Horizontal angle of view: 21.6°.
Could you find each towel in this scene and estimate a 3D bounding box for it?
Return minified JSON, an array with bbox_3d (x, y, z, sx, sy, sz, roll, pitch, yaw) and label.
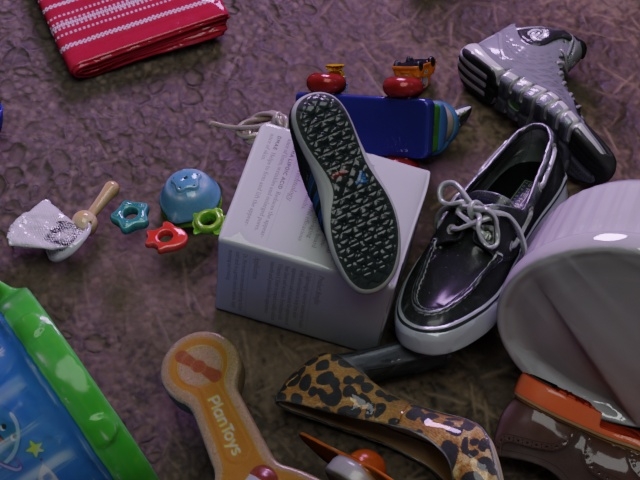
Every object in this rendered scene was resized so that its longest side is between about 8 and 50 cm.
[{"bbox_3d":[-0.244,-0.320,1.959,0.199,0.031,0.275,-20,62,-13],"label":"towel"}]

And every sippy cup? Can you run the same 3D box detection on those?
[{"bbox_3d":[-0.304,0.198,1.562,0.224,0.240,0.305,-34,43,-10],"label":"sippy cup"}]

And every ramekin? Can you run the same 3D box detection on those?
[{"bbox_3d":[0.320,0.057,1.670,0.273,0.273,0.127,18,50,5],"label":"ramekin"}]

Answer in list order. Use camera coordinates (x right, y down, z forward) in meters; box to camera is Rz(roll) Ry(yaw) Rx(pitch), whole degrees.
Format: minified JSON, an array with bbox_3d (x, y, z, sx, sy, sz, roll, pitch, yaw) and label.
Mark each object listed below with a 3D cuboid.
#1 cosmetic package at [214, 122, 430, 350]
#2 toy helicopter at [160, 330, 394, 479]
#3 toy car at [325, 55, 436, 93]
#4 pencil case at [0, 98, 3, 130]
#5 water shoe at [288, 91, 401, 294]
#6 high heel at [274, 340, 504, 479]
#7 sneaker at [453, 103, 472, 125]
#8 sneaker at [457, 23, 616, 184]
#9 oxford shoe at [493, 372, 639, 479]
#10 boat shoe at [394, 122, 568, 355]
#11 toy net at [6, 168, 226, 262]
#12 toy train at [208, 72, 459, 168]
[{"bbox_3d":[0.000,0.000,1.729,0.184,0.151,0.151,17,60,3],"label":"cosmetic package"},{"bbox_3d":[-0.048,0.225,1.590,0.235,0.140,0.355,-26,57,-2],"label":"toy helicopter"},{"bbox_3d":[0.071,-0.187,1.918,0.122,0.060,0.040,-2,104,13],"label":"toy car"},{"bbox_3d":[-0.472,-0.197,1.818,0.306,0.119,0.133,42,55,18],"label":"pencil case"},{"bbox_3d":[0.024,-0.046,1.632,0.073,0.080,0.203,-16,88,-10],"label":"water shoe"},{"bbox_3d":[0.072,0.217,1.649,0.186,0.093,0.261,-14,55,-11],"label":"high heel"},{"bbox_3d":[0.132,-0.140,1.888,0.083,0.031,0.035,-24,65,-17],"label":"sneaker"},{"bbox_3d":[0.275,-0.172,1.890,0.132,0.086,0.229,-37,69,-25],"label":"sneaker"},{"bbox_3d":[0.301,0.235,1.675,0.271,0.097,0.098,28,92,6],"label":"oxford shoe"},{"bbox_3d":[0.170,-0.010,1.744,0.113,0.105,0.306,22,50,32],"label":"boat shoe"},{"bbox_3d":[-0.212,-0.011,1.770,0.232,0.045,0.122,-16,50,-7],"label":"toy net"},{"bbox_3d":[0.021,-0.129,1.824,0.248,0.143,0.105,5,96,23],"label":"toy train"}]
